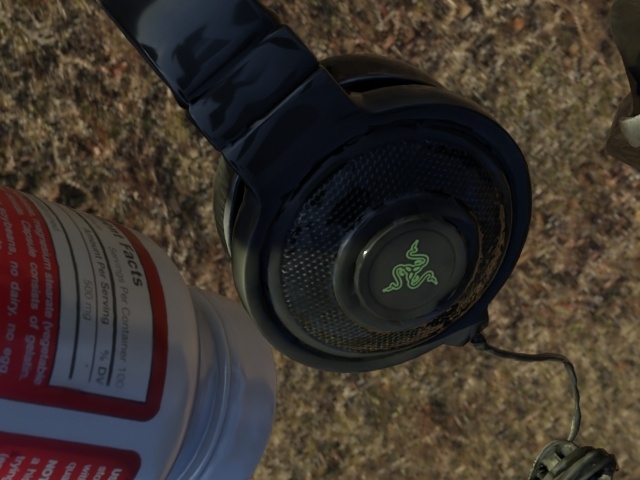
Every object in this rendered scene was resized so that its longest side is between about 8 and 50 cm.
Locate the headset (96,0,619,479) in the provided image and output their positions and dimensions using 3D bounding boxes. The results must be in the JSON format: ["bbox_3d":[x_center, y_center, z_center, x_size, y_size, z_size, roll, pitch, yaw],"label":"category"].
[{"bbox_3d":[0.000,0.000,0.502,0.185,0.243,0.394,-41,99,5],"label":"headset"}]

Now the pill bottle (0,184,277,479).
[{"bbox_3d":[-0.228,0.076,0.654,0.407,0.229,0.229,21,116,-45],"label":"pill bottle"}]

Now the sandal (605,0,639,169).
[{"bbox_3d":[0.169,-0.053,0.443,0.254,0.097,0.054,36,72,-71],"label":"sandal"}]
